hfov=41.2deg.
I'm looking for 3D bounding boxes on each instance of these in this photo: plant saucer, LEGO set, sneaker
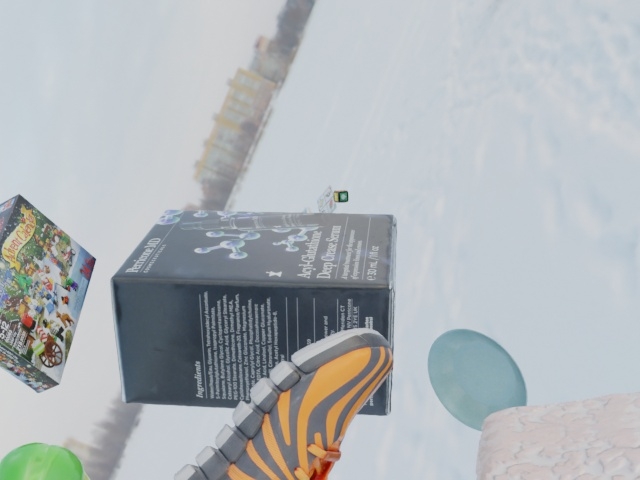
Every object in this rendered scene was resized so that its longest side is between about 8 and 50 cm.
[{"bbox_3d":[0.274,0.234,1.457,0.037,0.195,0.195,-27,-25,-43],"label":"plant saucer"},{"bbox_3d":[0.000,0.000,1.619,0.244,0.060,0.182,-46,55,59],"label":"LEGO set"},{"bbox_3d":[-0.021,0.237,0.760,0.321,0.180,0.125,-47,-34,8],"label":"sneaker"}]

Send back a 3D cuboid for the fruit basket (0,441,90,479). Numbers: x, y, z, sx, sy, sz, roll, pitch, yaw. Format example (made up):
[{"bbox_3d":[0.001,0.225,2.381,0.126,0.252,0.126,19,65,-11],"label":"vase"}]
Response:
[{"bbox_3d":[-0.260,0.397,0.800,0.392,0.283,0.392,-48,-31,-41],"label":"fruit basket"}]

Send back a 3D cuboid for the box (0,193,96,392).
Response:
[{"bbox_3d":[-0.401,0.070,1.171,0.044,0.159,0.233,-23,40,23],"label":"box"}]

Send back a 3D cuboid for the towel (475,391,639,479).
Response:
[{"bbox_3d":[0.328,0.257,0.979,0.332,0.317,0.053,-45,-64,-70],"label":"towel"}]

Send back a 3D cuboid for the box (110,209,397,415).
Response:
[{"bbox_3d":[-0.082,0.098,1.319,0.293,0.396,0.211,-77,-13,-68],"label":"box"}]
